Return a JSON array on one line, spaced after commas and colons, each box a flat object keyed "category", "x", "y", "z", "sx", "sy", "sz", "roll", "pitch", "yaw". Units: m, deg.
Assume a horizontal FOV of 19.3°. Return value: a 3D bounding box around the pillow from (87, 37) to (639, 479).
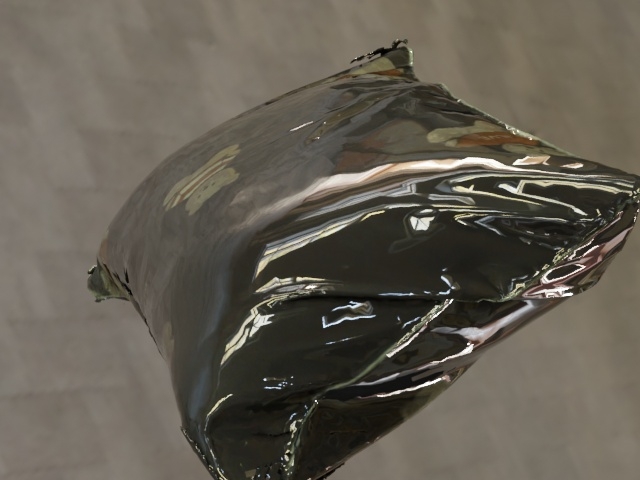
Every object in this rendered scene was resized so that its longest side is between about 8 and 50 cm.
[{"category": "pillow", "x": 0.000, "y": -0.001, "z": 0.373, "sx": 0.150, "sy": 0.090, "sz": 0.048, "roll": -134, "pitch": -155, "yaw": -70}]
